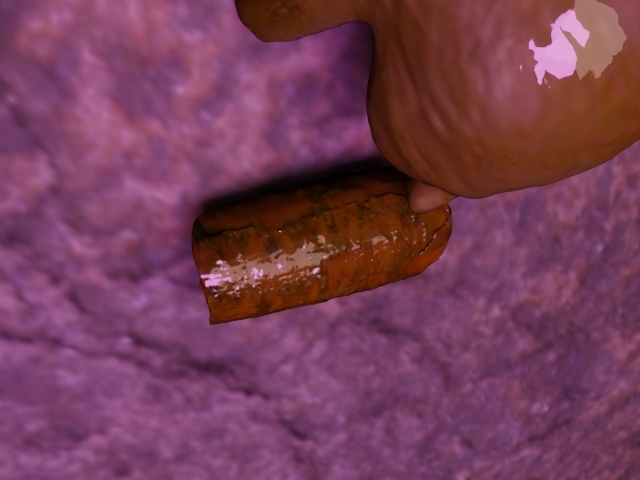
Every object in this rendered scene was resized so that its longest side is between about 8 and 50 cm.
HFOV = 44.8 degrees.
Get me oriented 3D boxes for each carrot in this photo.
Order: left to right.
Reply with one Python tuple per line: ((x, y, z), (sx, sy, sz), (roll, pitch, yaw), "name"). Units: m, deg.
((0.000, 0.000, 0.503), (0.173, 0.082, 0.082), (-11, 117, -16), "carrot")

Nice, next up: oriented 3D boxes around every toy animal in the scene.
((0.038, -0.191, 0.394), (0.181, 0.180, 0.363), (-42, 103, -13), "toy animal")
